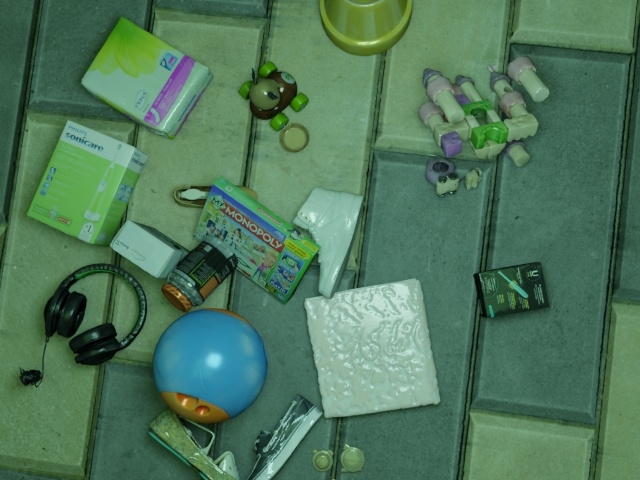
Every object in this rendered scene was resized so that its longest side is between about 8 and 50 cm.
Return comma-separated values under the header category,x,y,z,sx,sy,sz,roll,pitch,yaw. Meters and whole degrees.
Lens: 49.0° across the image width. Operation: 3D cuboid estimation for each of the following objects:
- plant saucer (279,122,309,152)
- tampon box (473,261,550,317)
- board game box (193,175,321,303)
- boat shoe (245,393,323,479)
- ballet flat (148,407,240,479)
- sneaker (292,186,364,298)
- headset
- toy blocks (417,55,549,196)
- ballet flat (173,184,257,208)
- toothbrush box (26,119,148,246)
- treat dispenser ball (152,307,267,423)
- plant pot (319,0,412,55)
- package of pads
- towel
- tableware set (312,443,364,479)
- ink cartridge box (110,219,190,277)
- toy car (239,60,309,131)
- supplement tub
category,x,y,z,sx,sy,sz,roll,pitch,yaw
plant saucer,-0.071,-0.281,1.934,0.083,0.015,0.083,0,87,4
tampon box,0.492,0.128,1.818,0.161,0.101,0.121,-10,86,3
board game box,-0.173,0.002,1.843,0.317,0.046,0.213,35,134,6
boat shoe,-0.124,0.538,1.833,0.102,0.108,0.301,37,82,13
ballet flat,-0.298,0.572,1.851,0.348,0.123,0.123,41,90,6
sneaker,0.000,0.000,1.866,0.169,0.108,0.293,15,75,7
headset,-0.650,0.243,1.906,0.243,0.185,0.394,45,75,2
toy blocks,0.389,-0.335,1.827,0.288,0.309,0.260,-16,52,-8
ballet flat,-0.289,-0.115,1.911,0.232,0.073,0.080,0,85,4
toothbrush box,-0.632,-0.152,1.917,0.206,0.122,0.283,22,89,6
treat dispenser ball,-0.277,0.315,1.773,0.288,0.288,0.288,0,86,5
plant pot,0.116,-0.642,1.833,0.254,0.239,0.254,0,86,5
package of pads,-0.480,-0.440,1.935,0.296,0.101,0.229,32,88,7
towel,0.136,0.288,1.860,0.316,0.053,0.332,-10,85,5
tableware set,0.047,0.624,1.861,0.141,0.020,0.169,0,85,3
ink cartridge box,-0.436,0.028,1.844,0.153,0.208,0.087,33,89,6
toy car,-0.134,-0.399,1.860,0.149,0.188,0.155,-44,84,1
supplement tub,-0.314,0.088,1.815,0.117,0.117,0.190,40,65,6
